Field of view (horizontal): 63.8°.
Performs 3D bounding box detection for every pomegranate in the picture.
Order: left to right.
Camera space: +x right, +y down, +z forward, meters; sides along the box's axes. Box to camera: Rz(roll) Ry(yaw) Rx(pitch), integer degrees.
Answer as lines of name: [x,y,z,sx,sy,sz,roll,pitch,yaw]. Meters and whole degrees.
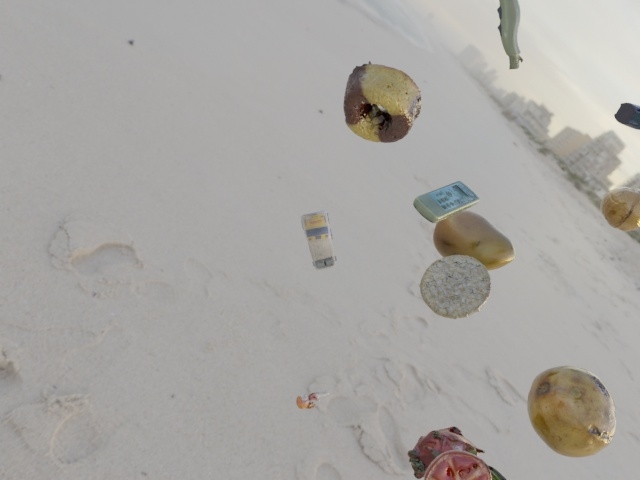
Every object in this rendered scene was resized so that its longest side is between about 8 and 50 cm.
pomegranate: [0.735,0.500,1.516,0.260,0.260,0.260,39,25,-22]

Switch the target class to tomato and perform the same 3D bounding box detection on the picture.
tomato: [0.309,0.553,1.190,0.156,0.155,0.069,48,-3,-1]

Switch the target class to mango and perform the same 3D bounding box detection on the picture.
mango: [0.546,0.005,1.859,0.317,0.211,0.173,35,-24,45]

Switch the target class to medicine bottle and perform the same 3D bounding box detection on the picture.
medicine bottle: [0.898,-0.382,1.319,0.124,0.258,0.079,31,24,-18]

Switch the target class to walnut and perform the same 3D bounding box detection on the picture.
walnut: [1.099,-0.117,1.853,0.159,0.159,0.206,51,30,6]

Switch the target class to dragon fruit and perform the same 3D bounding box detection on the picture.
dragon fruit: [0.405,0.688,1.548,0.200,0.198,0.269,-22,44,-34]

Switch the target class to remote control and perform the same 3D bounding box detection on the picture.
remote control: [0.378,-0.118,1.536,0.233,0.038,0.098,-21,60,-38]

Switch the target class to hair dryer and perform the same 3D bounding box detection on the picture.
hair dryer: [0.379,-0.576,1.226,0.295,0.299,0.119,8,30,0]

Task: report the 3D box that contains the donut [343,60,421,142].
donut: [0.092,-0.212,0.819,0.140,0.140,0.059,35,62,-28]

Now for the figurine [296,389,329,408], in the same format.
figurine: [-0.024,0.503,1.631,0.064,0.109,0.047,174,-98,-70]

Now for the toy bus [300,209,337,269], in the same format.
toy bus: [0.000,0.000,1.787,0.342,0.097,0.138,78,-2,-69]

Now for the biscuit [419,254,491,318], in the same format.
biscuit: [0.284,0.096,1.082,0.020,0.152,0.152,51,13,-51]
